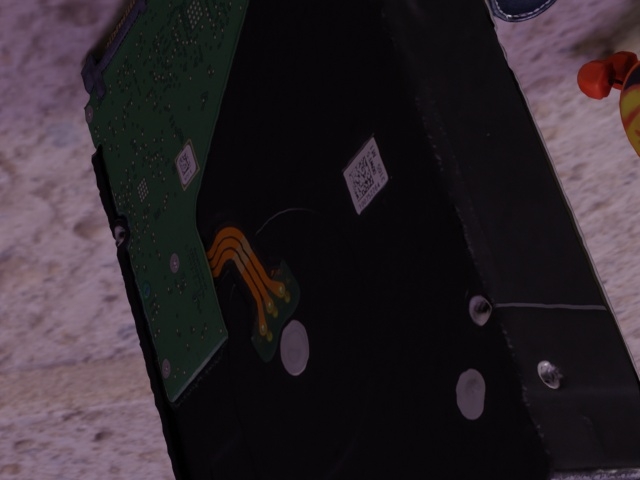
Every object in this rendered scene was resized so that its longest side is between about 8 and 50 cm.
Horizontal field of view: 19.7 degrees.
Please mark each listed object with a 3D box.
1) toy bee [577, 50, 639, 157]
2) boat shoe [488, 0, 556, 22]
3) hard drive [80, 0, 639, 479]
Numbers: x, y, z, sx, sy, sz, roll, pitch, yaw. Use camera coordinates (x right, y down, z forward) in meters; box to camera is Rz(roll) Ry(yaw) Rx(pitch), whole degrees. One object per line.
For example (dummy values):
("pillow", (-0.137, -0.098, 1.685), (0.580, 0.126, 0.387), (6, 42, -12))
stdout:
("toy bee", (0.211, -0.082, 0.938), (0.298, 0.162, 0.195), (-61, 154, 11))
("boat shoe", (0.108, -0.138, 0.836), (0.065, 0.083, 0.183), (-10, 152, -12))
("hard drive", (0.000, 0.000, 0.759), (0.064, 0.339, 0.237), (1, 145, -33))
